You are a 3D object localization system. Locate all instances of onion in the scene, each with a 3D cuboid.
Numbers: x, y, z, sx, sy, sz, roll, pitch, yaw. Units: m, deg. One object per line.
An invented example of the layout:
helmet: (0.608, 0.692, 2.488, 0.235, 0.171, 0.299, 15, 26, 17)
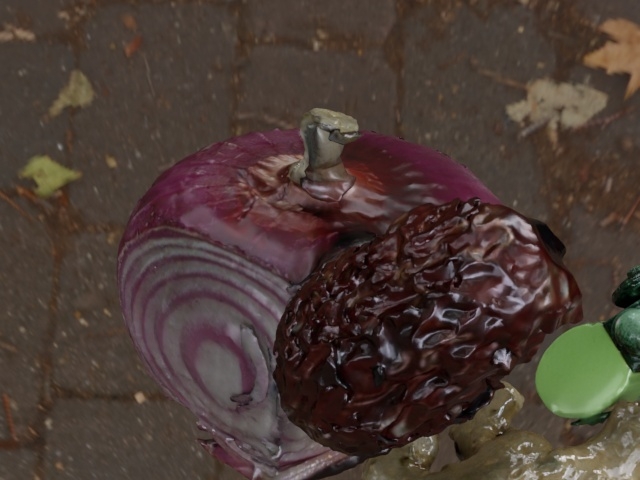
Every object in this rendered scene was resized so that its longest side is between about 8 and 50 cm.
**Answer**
onion: (-0.004, 0.020, 0.912, 0.230, 0.256, 0.272, 41, 115, 46)

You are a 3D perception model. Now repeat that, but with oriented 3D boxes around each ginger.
ginger: (0.138, 0.164, 0.988, 0.258, 0.065, 0.149, -25, 52, 1)

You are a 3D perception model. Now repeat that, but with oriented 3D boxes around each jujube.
jujube: (0.040, 0.037, 0.604, 0.104, 0.166, 0.104, 25, 41, -24)

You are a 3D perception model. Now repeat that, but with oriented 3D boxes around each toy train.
toy train: (0.276, 0.092, 1.086, 0.157, 0.253, 0.105, -39, 69, 27)
